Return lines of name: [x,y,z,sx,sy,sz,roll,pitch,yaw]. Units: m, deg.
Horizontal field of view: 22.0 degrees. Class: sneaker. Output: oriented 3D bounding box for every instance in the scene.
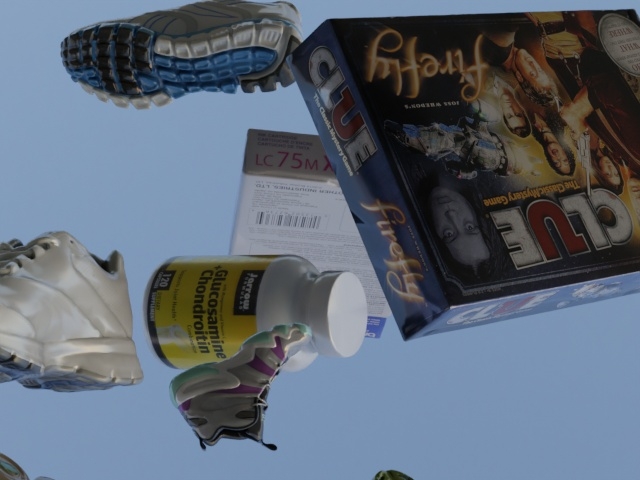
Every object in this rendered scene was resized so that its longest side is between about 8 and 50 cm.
sneaker: [-0.038,0.098,1.028,0.098,0.038,0.069,-28,-108,-7]
sneaker: [-0.242,0.052,1.299,0.111,0.297,0.129,-5,-98,20]
sneaker: [-0.102,-0.151,1.258,0.190,0.071,0.083,-1,-143,5]

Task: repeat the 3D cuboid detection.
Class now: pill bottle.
pill bottle: [-0.057,0.063,1.440,0.184,0.103,0.103,-1,-131,29]

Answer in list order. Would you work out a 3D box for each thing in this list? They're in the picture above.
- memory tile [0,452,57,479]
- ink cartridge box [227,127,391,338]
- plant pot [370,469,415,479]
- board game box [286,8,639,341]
memory tile: [-0.153,0.142,0.816,0.012,0.113,0.148,-53,-155,9]
ink cartridge box: [0.000,0.000,1.683,0.185,0.311,0.065,6,-123,-5]
plant pot: [0.054,0.246,1.448,0.083,0.079,0.083,21,-153,-12]
board game box: [0.114,-0.044,0.891,0.243,0.042,0.165,-9,-111,-40]
